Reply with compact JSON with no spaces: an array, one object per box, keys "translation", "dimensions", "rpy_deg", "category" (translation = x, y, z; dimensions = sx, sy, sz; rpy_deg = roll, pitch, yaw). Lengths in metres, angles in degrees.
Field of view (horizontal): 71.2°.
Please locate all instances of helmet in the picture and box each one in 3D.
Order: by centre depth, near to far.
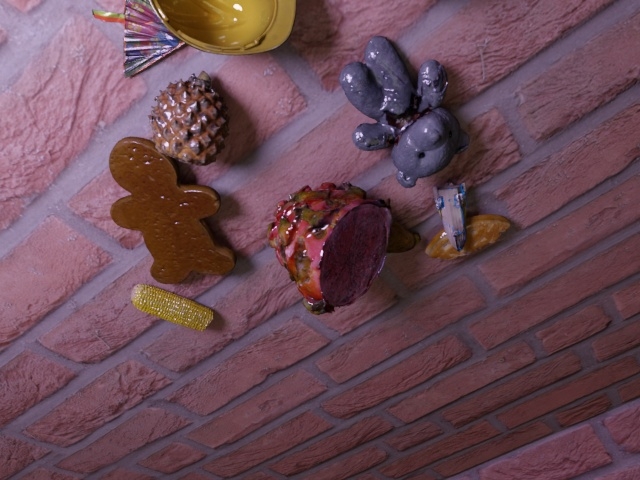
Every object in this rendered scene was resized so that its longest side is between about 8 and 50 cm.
[{"translation":[-0.187,-0.427,0.811],"dimensions":[0.257,0.140,0.205],"rpy_deg":[4,96,-24],"category":"helmet"}]

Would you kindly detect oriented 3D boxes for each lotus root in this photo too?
[{"translation":[0.206,-0.008,1.242],"dimensions":[0.191,0.094,0.108],"rpy_deg":[19,158,-28],"category":"lotus root"}]

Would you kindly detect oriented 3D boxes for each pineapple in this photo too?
[{"translation":[-0.268,-0.258,0.931],"dimensions":[0.166,0.166,0.193],"rpy_deg":[16,95,-21],"category":"pineapple"}]

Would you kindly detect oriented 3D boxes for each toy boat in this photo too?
[{"translation":[0.359,-0.061,1.206],"dimensions":[0.085,0.066,0.210],"rpy_deg":[-6,116,24],"category":"toy boat"}]

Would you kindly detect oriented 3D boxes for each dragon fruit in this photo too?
[{"translation":[0.000,0.000,1.128],"dimensions":[0.314,0.263,0.296],"rpy_deg":[-22,123,-44],"category":"dragon fruit"}]

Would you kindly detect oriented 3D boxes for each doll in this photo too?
[{"translation":[0.188,-0.270,0.983],"dimensions":[0.246,0.158,0.340],"rpy_deg":[-39,122,6],"category":"doll"}]

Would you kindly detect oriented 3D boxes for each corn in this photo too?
[{"translation":[-0.431,0.198,1.309],"dimensions":[0.249,0.081,0.081],"rpy_deg":[29,119,-28],"category":"corn"}]

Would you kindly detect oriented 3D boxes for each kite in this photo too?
[{"translation":[-0.343,-0.429,0.864],"dimensions":[0.184,0.014,0.241],"rpy_deg":[6,127,-10],"category":"kite"}]

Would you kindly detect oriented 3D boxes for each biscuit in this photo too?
[{"translation":[-0.371,-0.070,1.114],"dimensions":[0.283,0.064,0.431],"rpy_deg":[-9,128,10],"category":"biscuit"}]

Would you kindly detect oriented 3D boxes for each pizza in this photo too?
[{"translation":[0.417,-0.018,1.285],"dimensions":[0.246,0.058,0.127],"rpy_deg":[-30,124,16],"category":"pizza"}]
